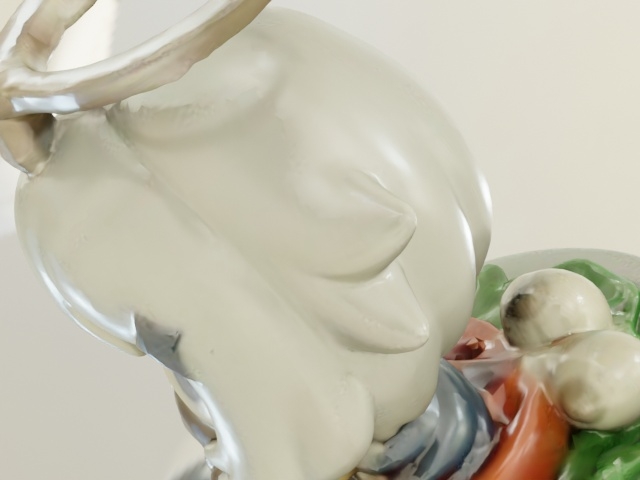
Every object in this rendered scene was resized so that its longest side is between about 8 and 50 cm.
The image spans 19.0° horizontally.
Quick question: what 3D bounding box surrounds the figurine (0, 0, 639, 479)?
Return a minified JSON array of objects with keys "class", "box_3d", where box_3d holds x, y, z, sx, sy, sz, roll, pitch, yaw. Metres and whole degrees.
[{"class":"figurine","box_3d":[0.000,0.000,0.372,0.132,0.132,0.153,9,-39,47]}]
